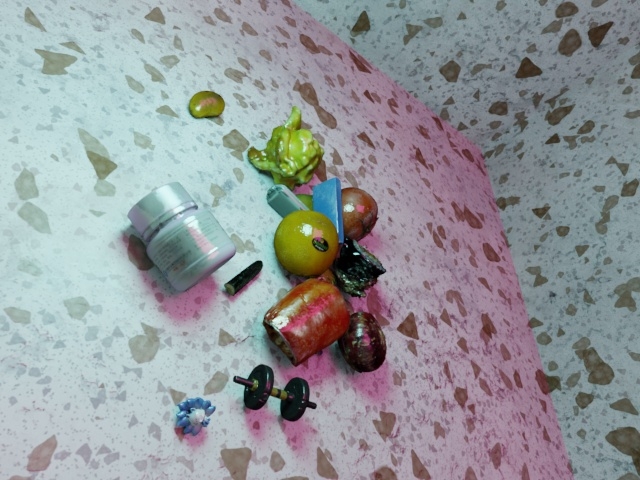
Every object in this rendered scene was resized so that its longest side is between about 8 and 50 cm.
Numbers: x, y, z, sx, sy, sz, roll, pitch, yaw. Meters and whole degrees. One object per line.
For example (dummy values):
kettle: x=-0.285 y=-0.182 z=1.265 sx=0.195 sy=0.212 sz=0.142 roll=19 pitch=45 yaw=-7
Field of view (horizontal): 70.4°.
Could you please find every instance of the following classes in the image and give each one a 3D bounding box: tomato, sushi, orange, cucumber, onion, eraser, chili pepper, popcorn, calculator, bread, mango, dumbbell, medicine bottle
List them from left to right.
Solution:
medicine bottle: x=-0.448 y=-0.014 z=1.468 sx=0.302 sy=0.241 sz=0.241 roll=53 pitch=40 yaw=-1
mango: x=-0.492 y=-0.588 z=1.956 sx=0.178 sy=0.090 sz=0.115 roll=-24 pitch=88 yaw=-42
cucumber: x=-0.277 y=0.131 z=1.679 sx=0.052 sy=0.058 sz=0.215 roll=23 pitch=34 yaw=16
dumbbell: x=-0.142 y=0.499 z=1.483 sx=0.326 sy=0.143 sz=0.143 roll=29 pitch=46 yaw=-27
calculator: x=-0.129 y=-0.138 z=1.951 sx=0.246 sy=0.141 sz=0.045 roll=44 pitch=53 yaw=-12
popcorn: x=-0.131 y=-0.394 z=2.048 sx=0.321 sy=0.326 sz=0.290 roll=-47 pitch=109 yaw=-9
chili pepper: x=-0.066 y=0.306 z=1.669 sx=0.305 sy=0.229 sz=0.251 roll=-31 pitch=116 yaw=-36
orange: x=-0.058 y=0.013 z=1.819 sx=0.274 sy=0.274 sz=0.274 roll=25 pitch=48 yaw=-31
mango: x=-0.059 y=-0.154 z=2.073 sx=0.191 sy=0.085 sz=0.122 roll=-8 pitch=67 yaw=-45
bread: x=0.011 y=0.166 z=1.928 sx=0.139 sy=0.071 sz=0.130 roll=-10 pitch=66 yaw=-48
eraser: x=0.032 y=-0.113 z=1.986 sx=0.043 sy=0.144 sz=0.311 roll=20 pitch=60 yaw=-45
tomato: x=0.132 y=-0.121 z=2.104 sx=0.265 sy=0.265 sz=0.264 roll=25 pitch=48 yaw=-31
sushi: x=0.146 y=0.131 z=1.968 sx=0.225 sy=0.218 sz=0.238 roll=39 pitch=19 yaw=11
onion: x=0.166 y=0.409 z=1.815 sx=0.246 sy=0.190 sz=0.246 roll=50 pitch=24 yaw=-33

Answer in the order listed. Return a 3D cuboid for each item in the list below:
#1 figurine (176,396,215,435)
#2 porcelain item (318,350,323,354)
figurine: x=-0.369 y=0.499 z=1.310 sx=0.114 sy=0.079 sz=0.114 roll=-5 pitch=103 yaw=-19
porcelain item: x=-0.018 y=0.417 z=1.759 sx=0.075 sy=0.021 sz=0.136 roll=48 pitch=40 yaw=-10
